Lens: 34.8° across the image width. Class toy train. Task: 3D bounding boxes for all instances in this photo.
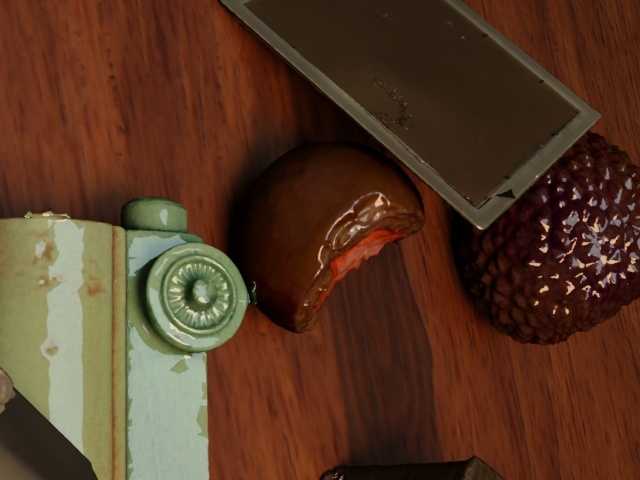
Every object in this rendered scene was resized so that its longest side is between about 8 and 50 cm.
[{"bbox_3d":[-0.136,0.111,0.599,0.177,0.116,0.285,4,77,-30],"label":"toy train"}]

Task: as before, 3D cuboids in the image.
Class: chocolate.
[{"bbox_3d":[0.000,0.000,0.732,0.133,0.127,0.124,-46,140,-44],"label":"chocolate"}]

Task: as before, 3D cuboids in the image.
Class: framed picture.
[{"bbox_3d":[0.079,-0.142,0.832,0.273,0.016,0.216,43,48,11],"label":"framed picture"}]

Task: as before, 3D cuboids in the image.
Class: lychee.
[{"bbox_3d":[0.208,-0.013,0.895,0.188,0.188,0.188,12,71,-41],"label":"lychee"}]

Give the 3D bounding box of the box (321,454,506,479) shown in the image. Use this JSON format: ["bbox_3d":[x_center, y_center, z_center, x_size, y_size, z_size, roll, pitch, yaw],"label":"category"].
[{"bbox_3d":[0.068,0.309,0.707,0.184,0.143,0.273,42,53,-28],"label":"box"}]

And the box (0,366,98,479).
[{"bbox_3d":[-0.204,0.152,0.441,0.243,0.163,0.135,-42,124,-8],"label":"box"}]
